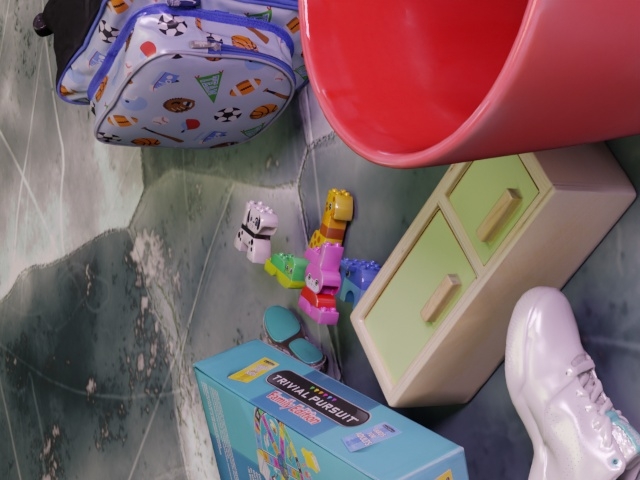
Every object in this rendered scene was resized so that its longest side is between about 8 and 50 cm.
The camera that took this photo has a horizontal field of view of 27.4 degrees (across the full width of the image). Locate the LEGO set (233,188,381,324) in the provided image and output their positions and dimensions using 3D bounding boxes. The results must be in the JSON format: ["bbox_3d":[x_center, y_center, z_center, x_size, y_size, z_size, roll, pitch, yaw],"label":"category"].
[{"bbox_3d":[0.000,0.000,1.281,0.227,0.087,0.093,37,117,60],"label":"LEGO set"}]

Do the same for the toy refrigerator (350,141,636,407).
[{"bbox_3d":[0.127,0.016,1.063,0.269,0.094,0.102,-58,44,39],"label":"toy refrigerator"}]

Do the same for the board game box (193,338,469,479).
[{"bbox_3d":[0.018,0.255,1.179,0.336,0.079,0.253,20,127,56],"label":"board game box"}]

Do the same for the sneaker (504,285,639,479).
[{"bbox_3d":[0.199,0.137,0.980,0.094,0.080,0.212,-8,90,46],"label":"sneaker"}]

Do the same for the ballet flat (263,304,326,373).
[{"bbox_3d":[-0.028,0.111,1.365,0.114,0.041,0.041,47,128,49],"label":"ballet flat"}]

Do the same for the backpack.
[{"bbox_3d":[-0.117,-0.213,1.302,0.276,0.263,0.213,-34,67,58],"label":"backpack"}]

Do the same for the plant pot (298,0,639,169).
[{"bbox_3d":[0.154,-0.179,0.883,0.275,0.243,0.275,0,90,58],"label":"plant pot"}]
